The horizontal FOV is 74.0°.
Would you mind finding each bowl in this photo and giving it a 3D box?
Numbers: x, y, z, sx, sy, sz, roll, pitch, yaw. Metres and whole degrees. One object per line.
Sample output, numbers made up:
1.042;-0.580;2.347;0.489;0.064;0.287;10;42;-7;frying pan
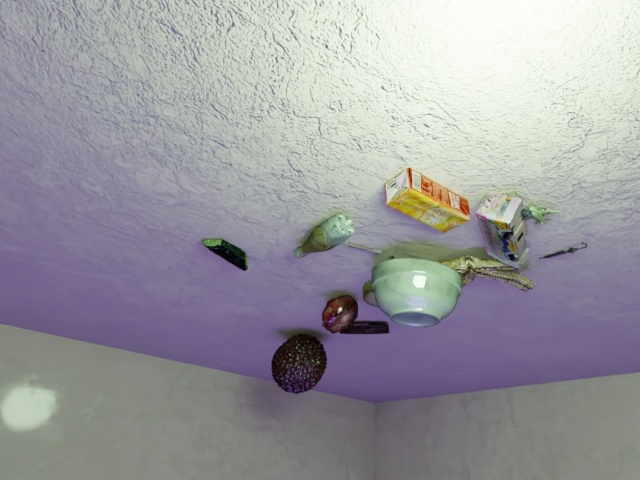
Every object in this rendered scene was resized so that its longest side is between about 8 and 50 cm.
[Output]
0.319;0.190;1.432;0.307;0.163;0.307;7;153;3;bowl

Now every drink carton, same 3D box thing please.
0.283;-0.101;1.121;0.223;0.071;0.096;21;146;-28;drink carton

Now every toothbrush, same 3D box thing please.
0.114;0.017;1.408;0.194;0.014;0.017;15;148;-18;toothbrush

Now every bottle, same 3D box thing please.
0.000;0.000;1.324;0.083;0.083;0.270;22;147;-28;bottle

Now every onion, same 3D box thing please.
0.072;0.304;1.805;0.147;0.184;0.184;37;172;38;onion

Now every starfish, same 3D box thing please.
0.492;0.121;1.474;0.432;0.082;0.324;-8;151;30;starfish

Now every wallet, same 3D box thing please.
0.211;0.438;2.122;0.255;0.031;0.137;-3;150;13;wallet

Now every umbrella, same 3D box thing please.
0.772;0.040;1.354;0.149;0.022;0.022;-33;92;47;umbrella

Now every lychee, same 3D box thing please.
-0.111;0.665;2.283;0.306;0.306;0.330;25;136;-32;lychee

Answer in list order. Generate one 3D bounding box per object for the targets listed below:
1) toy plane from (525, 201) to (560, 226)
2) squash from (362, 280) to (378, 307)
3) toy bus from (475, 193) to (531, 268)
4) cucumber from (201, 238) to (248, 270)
0.591;-0.071;1.159;0.102;0.040;0.111;-23;140;37;toy plane
0.296;0.217;1.711;0.252;0.049;0.252;2;152;1;squash
0.517;-0.024;1.186;0.112;0.090;0.274;21;162;38;toy bus
-0.314;0.049;1.500;0.070;0.046;0.220;-24;140;28;cucumber
